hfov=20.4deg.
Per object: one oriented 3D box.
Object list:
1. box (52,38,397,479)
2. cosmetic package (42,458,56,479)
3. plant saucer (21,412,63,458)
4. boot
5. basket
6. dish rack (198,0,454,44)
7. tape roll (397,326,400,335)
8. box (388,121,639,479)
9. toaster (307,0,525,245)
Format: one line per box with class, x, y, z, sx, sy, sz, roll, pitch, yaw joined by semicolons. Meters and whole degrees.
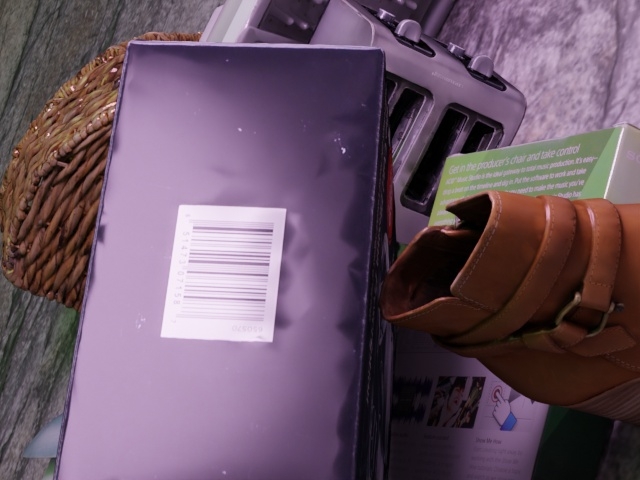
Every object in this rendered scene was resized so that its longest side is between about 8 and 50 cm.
box;-0.044;0.093;1.199;0.312;0.178;0.343;84;-170;-59
cosmetic package;-0.196;0.321;1.633;0.184;0.151;0.151;-67;24;2
plant saucer;-0.189;0.174;1.692;0.195;0.195;0.037;-8;89;61
boot;0.189;0.000;1.059;0.283;0.220;0.109;-42;35;42
basket;-0.229;-0.095;1.954;0.299;0.213;0.223;-50;31;32
dish rack;0.028;-0.238;1.507;0.072;0.285;0.333;36;104;28
tape roll;-0.018;0.130;1.479;0.219;0.072;0.219;-21;63;49
box;0.133;0.082;1.297;0.232;0.058;0.322;-6;66;62
toaster;0.052;-0.089;1.453;0.186;0.168;0.110;-63;30;8
